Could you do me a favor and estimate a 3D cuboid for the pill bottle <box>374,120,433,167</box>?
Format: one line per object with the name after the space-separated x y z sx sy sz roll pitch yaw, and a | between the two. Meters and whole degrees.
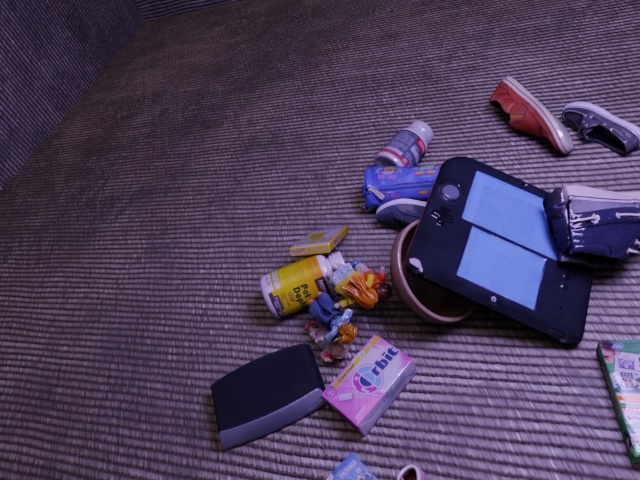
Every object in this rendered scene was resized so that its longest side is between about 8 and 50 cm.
0.251 -0.268 1.466 0.108 0.108 0.180 25 63 37 | pill bottle

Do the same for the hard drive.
-0.121 0.338 1.112 0.255 0.054 0.172 -24 45 0 | hard drive

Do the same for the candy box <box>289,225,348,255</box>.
0.000 0.000 1.308 0.105 0.027 0.206 -4 12 17 | candy box

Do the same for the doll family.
0.048 0.152 1.114 0.263 0.118 0.163 -54 40 2 | doll family

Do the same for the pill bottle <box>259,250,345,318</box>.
-0.034 0.105 1.242 0.215 0.117 0.117 -23 45 2 | pill bottle

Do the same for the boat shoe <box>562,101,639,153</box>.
0.731 -0.295 1.319 0.076 0.080 0.228 -36 54 -13 | boat shoe

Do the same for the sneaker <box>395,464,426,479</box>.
0.145 0.461 0.880 0.051 0.070 0.134 16 59 31 | sneaker

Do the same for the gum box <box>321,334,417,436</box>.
0.108 0.298 1.047 0.107 0.062 0.188 30 66 39 | gum box

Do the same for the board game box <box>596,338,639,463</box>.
0.678 0.264 0.853 0.318 0.046 0.213 -8 48 16 | board game box

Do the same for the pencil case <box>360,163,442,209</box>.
0.256 -0.147 1.341 0.306 0.119 0.133 -1 13 22 | pencil case

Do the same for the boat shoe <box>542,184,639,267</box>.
0.646 -0.015 1.048 0.341 0.127 0.158 3 68 -1 | boat shoe

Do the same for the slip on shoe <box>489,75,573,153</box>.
0.593 -0.344 1.407 0.101 0.123 0.331 -47 45 24 | slip on shoe

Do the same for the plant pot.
0.237 0.078 1.123 0.110 0.237 0.237 -34 26 52 | plant pot

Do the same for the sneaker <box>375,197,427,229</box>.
0.237 -0.025 1.268 0.226 0.086 0.163 1 49 24 | sneaker

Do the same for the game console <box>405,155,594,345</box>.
0.404 0.003 1.076 0.387 0.060 0.342 25 57 4 | game console

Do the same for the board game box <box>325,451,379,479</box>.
0.059 0.469 0.943 0.090 0.020 0.090 -42 46 -16 | board game box
